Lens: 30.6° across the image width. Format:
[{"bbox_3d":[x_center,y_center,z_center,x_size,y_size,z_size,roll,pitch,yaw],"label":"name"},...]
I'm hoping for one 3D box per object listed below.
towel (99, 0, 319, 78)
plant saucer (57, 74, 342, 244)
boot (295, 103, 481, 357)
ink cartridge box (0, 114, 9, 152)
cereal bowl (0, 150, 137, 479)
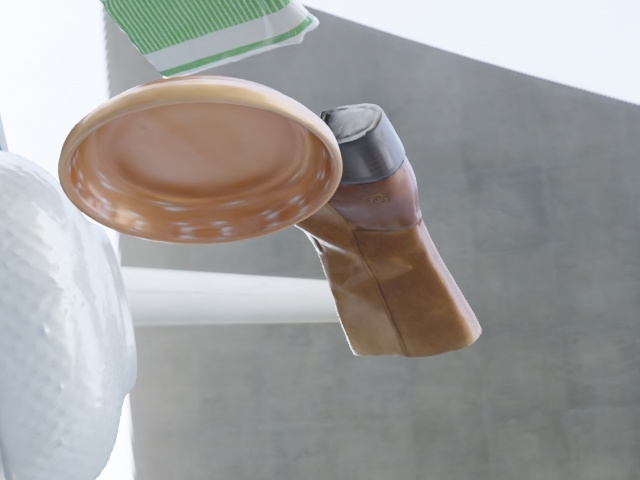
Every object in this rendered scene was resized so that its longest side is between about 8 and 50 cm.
[{"bbox_3d":[-0.176,-0.301,1.166,0.248,0.325,0.038,-6,-135,45],"label":"towel"},{"bbox_3d":[-0.085,-0.058,0.834,0.200,0.200,0.037,-16,-121,22],"label":"plant saucer"},{"bbox_3d":[0.000,0.000,1.158,0.264,0.280,0.096,-7,-141,25],"label":"boot"},{"bbox_3d":[-0.534,-0.176,1.129,0.395,0.166,0.285,-16,-120,-9],"label":"ink cartridge box"},{"bbox_3d":[-0.259,0.078,1.083,0.141,0.339,0.339,-11,-100,-21],"label":"cereal bowl"}]
